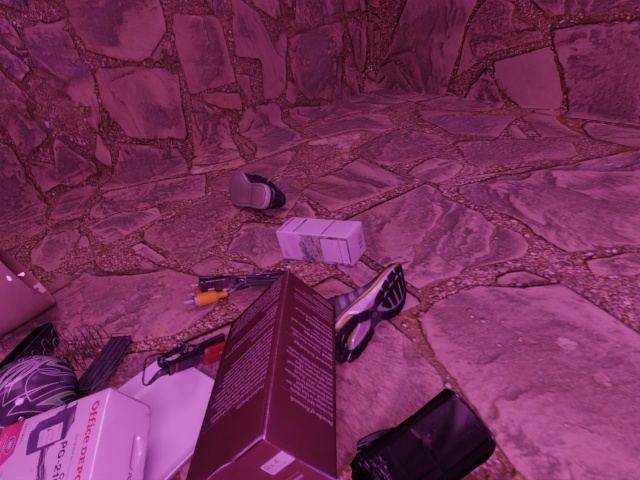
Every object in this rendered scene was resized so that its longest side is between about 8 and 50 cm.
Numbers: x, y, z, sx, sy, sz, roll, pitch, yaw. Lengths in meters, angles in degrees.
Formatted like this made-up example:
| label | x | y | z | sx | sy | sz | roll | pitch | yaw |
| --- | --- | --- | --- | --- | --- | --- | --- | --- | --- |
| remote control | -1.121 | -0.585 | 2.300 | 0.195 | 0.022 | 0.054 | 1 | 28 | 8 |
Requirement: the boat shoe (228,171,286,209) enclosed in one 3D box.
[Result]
| label | x | y | z | sx | sy | sz | roll | pitch | yaw |
| --- | --- | --- | --- | --- | --- | --- | --- | --- | --- |
| boat shoe | -0.237 | -0.182 | 1.728 | 0.112 | 0.127 | 0.340 | 4 | 7 | -35 |

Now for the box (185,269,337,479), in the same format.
| label | x | y | z | sx | sy | sz | roll | pitch | yaw |
| --- | --- | --- | --- | --- | --- | --- | --- | --- | --- |
| box | -0.080 | 0.241 | 0.774 | 0.191 | 0.143 | 0.382 | -44 | 18 | 23 |

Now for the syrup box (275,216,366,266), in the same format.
| label | x | y | z | sx | sy | sz | roll | pitch | yaw |
| --- | --- | --- | --- | --- | --- | --- | --- | --- | --- |
| syrup box | 0.000 | 0.000 | 1.303 | 0.236 | 0.093 | 0.096 | 6 | 34 | 32 |

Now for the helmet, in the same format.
| label | x | y | z | sx | sy | sz | roll | pitch | yaw |
| --- | --- | --- | --- | --- | --- | --- | --- | --- | --- |
| helmet | -0.560 | 0.305 | 0.894 | 0.169 | 0.162 | 0.170 | 3 | 35 | -2 |

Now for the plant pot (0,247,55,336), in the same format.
| label | x | y | z | sx | sy | sz | roll | pitch | yaw |
| --- | --- | --- | --- | --- | --- | --- | --- | --- | --- |
| plant pot | -0.938 | 0.179 | 1.264 | 0.274 | 0.257 | 0.256 | -45 | 39 | -20 |

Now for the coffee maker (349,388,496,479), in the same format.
| label | x | y | z | sx | sy | sz | roll | pitch | yaw |
| --- | --- | --- | --- | --- | --- | --- | --- | --- | --- |
| coffee maker | 0.145 | 0.297 | 0.628 | 0.178 | 0.120 | 0.171 | -27 | -13 | -22 |

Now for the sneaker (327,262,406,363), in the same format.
| label | x | y | z | sx | sy | sz | roll | pitch | yaw |
| --- | --- | --- | --- | --- | --- | --- | --- | --- | --- |
| sneaker | 0.083 | 0.138 | 1.009 | 0.121 | 0.111 | 0.299 | 9 | 33 | 43 |

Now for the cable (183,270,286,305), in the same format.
| label | x | y | z | sx | sy | sz | roll | pitch | yaw |
| --- | --- | --- | --- | --- | --- | --- | --- | --- | --- |
| cable | -0.223 | 0.126 | 1.245 | 0.286 | 0.072 | 0.139 | -5 | 10 | -10 |

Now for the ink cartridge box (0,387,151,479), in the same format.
| label | x | y | z | sx | sy | sz | roll | pitch | yaw |
| --- | --- | --- | --- | --- | --- | --- | --- | --- | --- |
| ink cartridge box | -0.399 | 0.357 | 0.723 | 0.237 | 0.100 | 0.172 | -23 | 45 | 13 |

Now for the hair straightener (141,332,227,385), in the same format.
| label | x | y | z | sx | sy | sz | roll | pitch | yaw |
| --- | --- | --- | --- | --- | --- | --- | --- | --- | --- |
| hair straightener | -0.276 | 0.242 | 0.955 | 0.088 | 0.047 | 0.230 | 10 | 16 | 31 |

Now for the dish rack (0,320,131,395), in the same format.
| label | x | y | z | sx | sy | sz | roll | pitch | yaw |
| --- | --- | --- | --- | --- | --- | --- | --- | --- | --- |
| dish rack | -0.596 | 0.275 | 1.085 | 0.271 | 0.074 | 0.208 | -6 | 30 | 12 |

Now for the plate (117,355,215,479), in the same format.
| label | x | y | z | sx | sy | sz | roll | pitch | yaw |
| --- | --- | --- | --- | --- | --- | --- | --- | --- | --- |
| plate | -0.315 | 0.350 | 0.856 | 0.277 | 0.045 | 0.278 | 14 | 38 | 40 |
